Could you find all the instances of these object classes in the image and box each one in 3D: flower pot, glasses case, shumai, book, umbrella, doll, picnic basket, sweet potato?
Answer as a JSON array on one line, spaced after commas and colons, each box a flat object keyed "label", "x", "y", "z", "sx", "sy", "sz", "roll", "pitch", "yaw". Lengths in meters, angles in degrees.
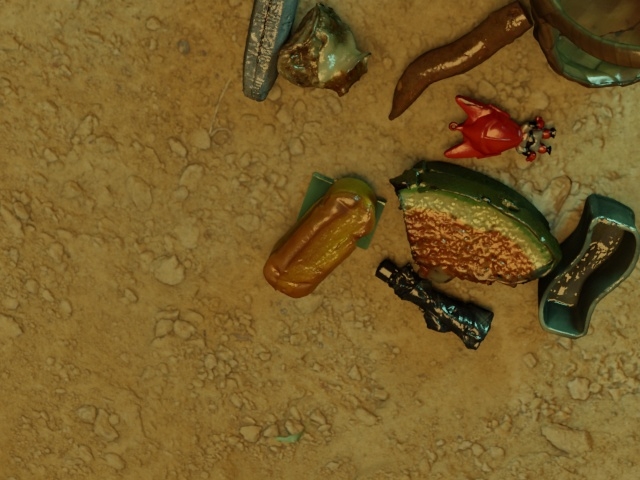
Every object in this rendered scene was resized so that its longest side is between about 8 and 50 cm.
[{"label": "flower pot", "x": 0.439, "y": 0.044, "z": 1.664, "sx": 0.103, "sy": 0.108, "sz": 0.229, "roll": 26, "pitch": 118, "yaw": -2}, {"label": "glasses case", "x": -0.073, "y": -0.352, "z": 1.569, "sx": 0.067, "sy": 0.109, "sz": 0.282, "roll": 16, "pitch": 116, "yaw": 5}, {"label": "shumai", "x": 0.017, "y": -0.287, "z": 1.558, "sx": 0.116, "sy": 0.146, "sz": 0.145, "roll": 29, "pitch": 122, "yaw": 34}, {"label": "book", "x": 0.035, "y": -0.049, "z": 1.743, "sx": 0.135, "sy": 0.017, "sz": 0.103, "roll": 21, "pitch": 117, "yaw": 3}, {"label": "umbrella", "x": 0.192, "y": 0.110, "z": 1.767, "sx": 0.224, "sy": 0.080, "sz": 0.071, "roll": 33, "pitch": 151, "yaw": -2}, {"label": "doll", "x": 0.289, "y": -0.170, "z": 1.616, "sx": 0.169, "sy": 0.057, "sz": 0.109, "roll": 12, "pitch": 119, "yaw": 6}, {"label": "picnic basket", "x": 0.430, "y": -0.325, "z": 1.315, "sx": 0.293, "sy": 0.337, "sz": 0.337, "roll": -13, "pitch": 113, "yaw": -3}, {"label": "sweet potato", "x": 0.202, "y": -0.282, "z": 1.580, "sx": 0.281, "sy": 0.067, "sz": 0.059, "roll": -28, "pitch": 70, "yaw": 26}]

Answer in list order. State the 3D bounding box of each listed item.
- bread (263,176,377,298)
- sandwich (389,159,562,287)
[{"label": "bread", "x": 0.000, "y": 0.000, "z": 1.713, "sx": 0.102, "sy": 0.094, "sz": 0.245, "roll": 40, "pitch": 116, "yaw": -11}, {"label": "sandwich", "x": 0.256, "y": -0.014, "z": 1.675, "sx": 0.292, "sy": 0.109, "sz": 0.212, "roll": 12, "pitch": 125, "yaw": 10}]
